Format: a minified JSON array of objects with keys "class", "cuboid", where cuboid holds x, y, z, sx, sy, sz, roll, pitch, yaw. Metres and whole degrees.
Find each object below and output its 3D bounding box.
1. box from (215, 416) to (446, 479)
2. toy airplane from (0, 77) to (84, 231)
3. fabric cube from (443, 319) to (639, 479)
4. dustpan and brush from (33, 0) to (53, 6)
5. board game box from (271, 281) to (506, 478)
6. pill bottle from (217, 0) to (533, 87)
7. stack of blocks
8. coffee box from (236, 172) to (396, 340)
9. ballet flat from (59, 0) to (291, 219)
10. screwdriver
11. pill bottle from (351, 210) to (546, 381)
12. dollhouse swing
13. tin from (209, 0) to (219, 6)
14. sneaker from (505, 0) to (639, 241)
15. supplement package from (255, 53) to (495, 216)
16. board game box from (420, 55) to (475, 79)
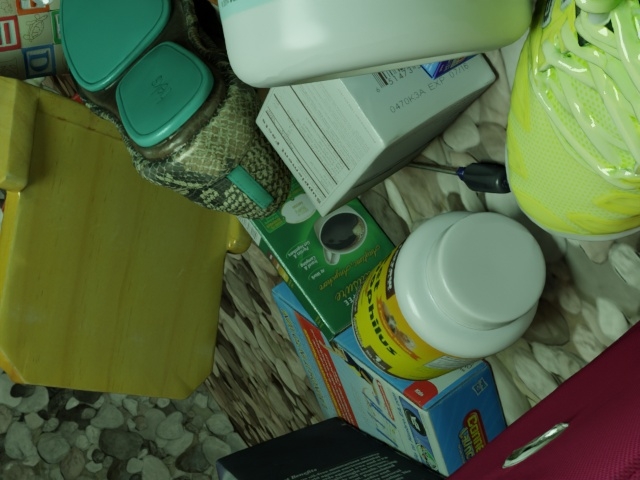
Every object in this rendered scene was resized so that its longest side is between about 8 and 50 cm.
[{"class":"box","cuboid":[0.033,0.391,1.022,0.294,0.183,0.296,8,112,66]},{"class":"toy airplane","cuboid":[-0.444,-0.118,1.610,0.385,0.272,0.386,6,119,26]},{"class":"fabric cube","cuboid":[0.226,0.156,0.424,0.259,0.258,0.254,54,162,8]},{"class":"dustpan and brush","cuboid":[-0.316,-0.384,1.024,0.147,0.211,0.060,33,-169,-18]},{"class":"board game box","cuboid":[0.097,0.207,1.091,0.302,0.086,0.308,34,151,50]},{"class":"pill bottle","cuboid":[0.009,-0.210,0.421,0.146,0.146,0.264,9,110,65]},{"class":"stack of blocks","cuboid":[-0.360,-0.361,1.149,0.087,0.171,0.297,36,134,45]},{"class":"coffee box","cuboid":[0.000,0.000,0.950,0.184,0.113,0.040,52,160,10]},{"class":"ballet flat","cuboid":[-0.156,-0.159,0.973,0.182,0.164,0.483,45,-175,-40]},{"class":"screwdriver","cuboid":[0.108,-0.058,0.748,0.024,0.025,0.170,62,169,-19]},{"class":"pill bottle","cuboid":[0.104,0.047,0.763,0.117,0.117,0.215,54,161,7]},{"class":"dollhouse swing","cuboid":[-0.298,-0.003,1.115,0.315,0.304,0.347,16,179,43]},{"class":"tin","cuboid":[-0.114,-0.286,0.881,0.190,0.040,0.106,39,159,41]},{"class":"sneaker","cuboid":[0.142,-0.099,0.359,0.145,0.147,0.384,51,157,15]},{"class":"supplement package","cuboid":[0.034,-0.107,0.702,0.105,0.105,0.179,55,162,4]},{"class":"board game box","cuboid":[0.040,-0.226,0.560,0.210,0.047,0.160,51,155,14]}]
